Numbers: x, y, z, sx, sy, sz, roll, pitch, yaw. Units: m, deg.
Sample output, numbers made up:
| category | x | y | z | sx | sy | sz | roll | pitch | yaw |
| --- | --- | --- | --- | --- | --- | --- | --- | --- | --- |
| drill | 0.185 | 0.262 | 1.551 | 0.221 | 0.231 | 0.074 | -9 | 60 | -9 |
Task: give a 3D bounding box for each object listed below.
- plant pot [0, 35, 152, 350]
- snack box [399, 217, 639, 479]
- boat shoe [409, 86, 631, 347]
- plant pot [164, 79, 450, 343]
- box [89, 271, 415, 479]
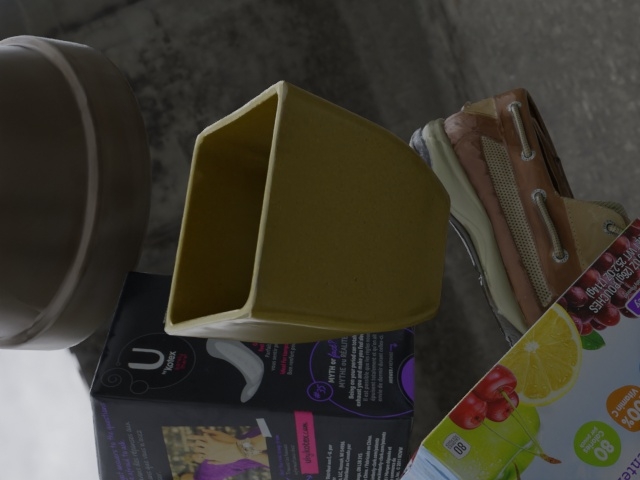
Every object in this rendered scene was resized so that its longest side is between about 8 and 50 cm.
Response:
| category | x | y | z | sx | sy | sz | roll | pitch | yaw |
| --- | --- | --- | --- | --- | --- | --- | --- | --- | --- |
| plant pot | -0.370 | -0.054 | 1.040 | 0.280 | 0.323 | 0.323 | 5 | -126 | -47 |
| snack box | 0.177 | 0.115 | 0.609 | 0.174 | 0.207 | 0.070 | 42 | 153 | 16 |
| boat shoe | 0.184 | 0.013 | 0.839 | 0.122 | 0.120 | 0.324 | 28 | -148 | -61 |
| plant pot | 0.000 | 0.000 | 0.404 | 0.081 | 0.083 | 0.081 | -17 | 62 | 60 |
| box | -0.054 | 0.140 | 0.987 | 0.165 | 0.270 | 0.143 | -83 | -2 | -52 |
